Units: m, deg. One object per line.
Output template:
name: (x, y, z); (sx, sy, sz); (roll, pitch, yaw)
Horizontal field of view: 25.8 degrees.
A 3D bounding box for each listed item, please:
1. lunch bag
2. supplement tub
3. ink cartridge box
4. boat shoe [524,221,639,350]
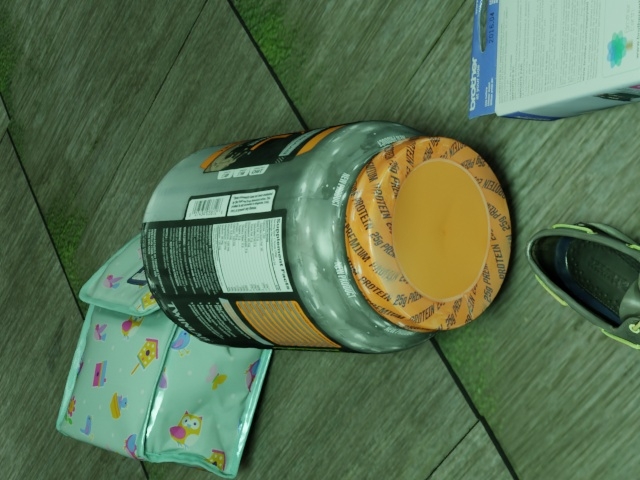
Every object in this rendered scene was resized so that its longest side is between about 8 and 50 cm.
lunch bag: (-0.166, 0.110, 1.538); (0.223, 0.160, 0.262); (5, 80, 56)
supplement tub: (0.000, 0.000, 1.285); (0.338, 0.207, 0.207); (-3, 85, 52)
ink cartridge box: (0.212, -0.197, 1.098); (0.311, 0.065, 0.185); (175, 99, -67)
boat shoe: (0.250, 0.049, 1.069); (0.228, 0.069, 0.081); (33, 113, 49)
